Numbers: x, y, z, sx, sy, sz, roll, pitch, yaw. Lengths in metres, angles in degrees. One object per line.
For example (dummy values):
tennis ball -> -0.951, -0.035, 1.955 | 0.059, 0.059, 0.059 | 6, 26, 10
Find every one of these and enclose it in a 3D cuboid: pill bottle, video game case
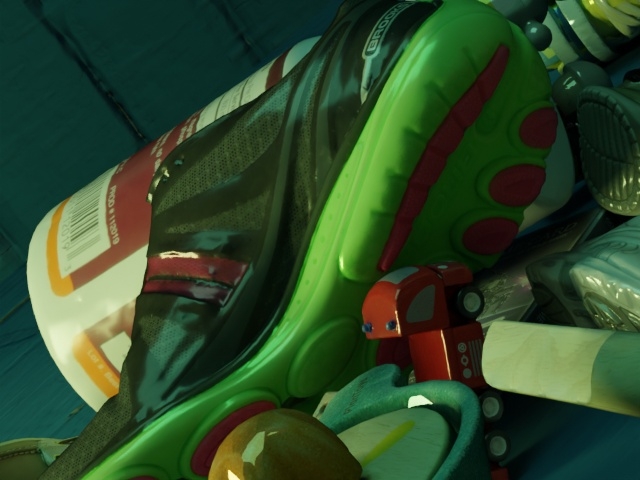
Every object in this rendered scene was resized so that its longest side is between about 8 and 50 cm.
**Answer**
pill bottle -> -0.017, -0.019, 1.376 | 0.392, 0.224, 0.224 | -30, 14, 28
video game case -> 0.089, 0.081, 1.300 | 0.196, 0.026, 0.274 | -24, 16, 44

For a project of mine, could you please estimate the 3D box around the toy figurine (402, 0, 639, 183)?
toy figurine -> 0.179, -0.153, 1.497 | 0.148, 0.209, 0.213 | -31, 12, -5

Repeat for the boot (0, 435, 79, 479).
boot -> -0.151, 0.175, 1.313 | 0.213, 0.077, 0.165 | 1, -12, -40

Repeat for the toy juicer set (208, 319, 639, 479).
toy juicer set -> 0.023, 0.087, 0.553 | 0.329, 0.089, 0.209 | -44, 14, -35

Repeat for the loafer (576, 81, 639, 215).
loafer -> 0.260, -0.063, 1.260 | 0.087, 0.094, 0.251 | -10, 16, -17

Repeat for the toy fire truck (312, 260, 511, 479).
toy fire truck -> 0.041, 0.115, 1.040 | 0.135, 0.192, 0.047 | -10, 0, -29

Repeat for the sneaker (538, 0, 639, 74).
sneaker -> 0.289, -0.231, 1.695 | 0.208, 0.127, 0.319 | -34, 3, 1

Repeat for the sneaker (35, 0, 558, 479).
sneaker -> -0.039, 0.045, 1.165 | 0.483, 0.185, 0.202 | -52, 40, 0

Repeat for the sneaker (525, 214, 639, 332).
sneaker -> 0.206, 0.020, 1.070 | 0.115, 0.090, 0.232 | -34, 13, -6
